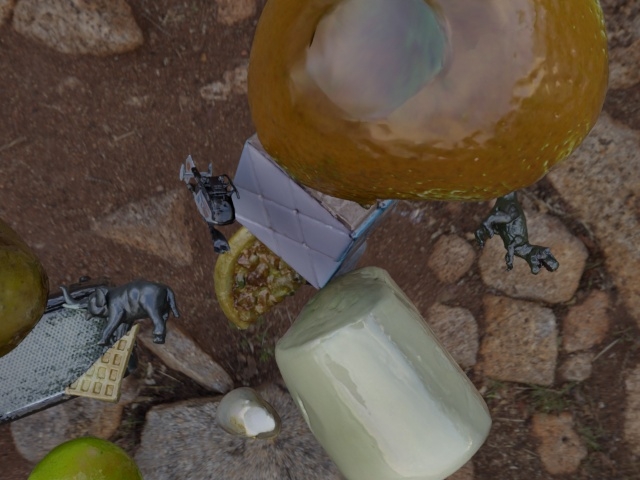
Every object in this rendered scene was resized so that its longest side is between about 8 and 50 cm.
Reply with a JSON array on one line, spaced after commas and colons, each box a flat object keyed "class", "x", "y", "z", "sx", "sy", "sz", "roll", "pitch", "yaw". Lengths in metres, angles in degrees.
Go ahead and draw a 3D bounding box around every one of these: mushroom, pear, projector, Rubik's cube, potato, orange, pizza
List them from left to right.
[{"class": "potato", "x": -0.399, "y": 0.020, "z": 0.655, "sx": 0.196, "sy": 0.369, "sz": 0.176, "roll": -26, "pitch": 118, "yaw": -30}, {"class": "projector", "x": -0.638, "y": 0.236, "z": 1.514, "sx": 0.405, "sy": 0.395, "sz": 0.242, "roll": -19, "pitch": 93, "yaw": -15}, {"class": "pear", "x": -0.368, "y": 0.416, "z": 1.052, "sx": 0.188, "sy": 0.220, "sz": 0.187, "roll": -12, "pitch": 110, "yaw": -35}, {"class": "mushroom", "x": -0.135, "y": 0.343, "z": 1.305, "sx": 0.123, "sy": 0.351, "sz": 0.095, "roll": 24, "pitch": 76, "yaw": 5}, {"class": "pizza", "x": -0.125, "y": 0.087, "z": 1.399, "sx": 0.197, "sy": 0.292, "sz": 0.058, "roll": 7, "pitch": 35, "yaw": -9}, {"class": "Rubik's cube", "x": 0.008, "y": -0.094, "z": 1.093, "sx": 0.221, "sy": 0.231, "sz": 0.224, "roll": 42, "pitch": 61, "yaw": 5}, {"class": "orange", "x": 0.077, "y": -0.169, "z": 0.605, "sx": 0.335, "sy": 0.196, "sz": 0.262, "roll": 8, "pitch": 84, "yaw": 28}]

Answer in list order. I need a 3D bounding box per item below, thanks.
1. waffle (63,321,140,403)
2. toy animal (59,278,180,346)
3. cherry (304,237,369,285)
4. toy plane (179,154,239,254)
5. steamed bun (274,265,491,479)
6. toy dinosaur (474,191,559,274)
[{"class": "waffle", "x": -0.387, "y": 0.208, "z": 1.190, "sx": 0.098, "sy": 0.023, "sz": 0.152, "roll": 14, "pitch": 72, "yaw": -2}, {"class": "toy animal", "x": -0.396, "y": 0.145, "z": 1.297, "sx": 0.270, "sy": 0.082, "sz": 0.137, "roll": -4, "pitch": 70, "yaw": 14}, {"class": "cherry", "x": 0.000, "y": 0.000, "z": 1.760, "sx": 0.296, "sy": 0.255, "sz": 0.218, "roll": -7, "pitch": 39, "yaw": -37}, {"class": "toy plane", "x": -0.171, "y": -0.070, "z": 1.000, "sx": 0.053, "sy": 0.078, "sz": 0.197, "roll": -7, "pitch": 41, "yaw": -30}, {"class": "steamed bun", "x": 0.092, "y": 0.254, "z": 1.241, "sx": 0.290, "sy": 0.456, "sz": 0.371, "roll": -37, "pitch": 87, "yaw": 6}, {"class": "toy dinosaur", "x": 0.367, "y": -0.033, "z": 1.168, "sx": 0.179, "sy": 0.087, "sz": 0.187, "roll": -31, "pitch": 78, "yaw": -7}]
